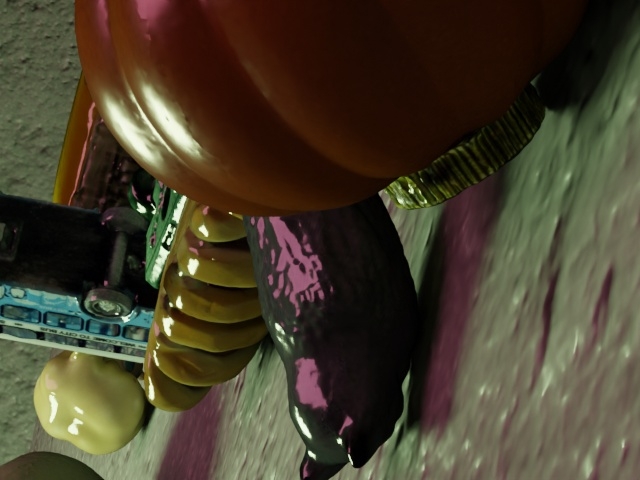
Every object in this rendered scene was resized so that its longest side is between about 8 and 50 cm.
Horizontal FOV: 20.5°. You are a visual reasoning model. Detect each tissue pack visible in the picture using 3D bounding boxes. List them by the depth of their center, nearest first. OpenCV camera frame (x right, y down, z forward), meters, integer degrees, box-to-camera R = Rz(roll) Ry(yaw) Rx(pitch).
[{"bbox_3d":[-0.168,-0.126,1.691,0.192,0.134,0.271,-116,42,-74],"label":"tissue pack"}]

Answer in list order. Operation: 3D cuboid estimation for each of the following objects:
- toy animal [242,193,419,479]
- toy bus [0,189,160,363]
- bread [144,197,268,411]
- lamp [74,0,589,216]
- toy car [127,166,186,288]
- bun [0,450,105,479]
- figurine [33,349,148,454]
[{"bbox_3d":[-0.003,0.002,0.815,0.121,0.117,0.210,134,151,-55],"label":"toy animal"},{"bbox_3d":[-0.259,0.026,1.562,0.131,0.297,0.106,111,168,-59],"label":"toy bus"},{"bbox_3d":[-0.054,0.007,1.135,0.225,0.081,0.134,114,170,-47],"label":"bread"},{"bbox_3d":[0.006,-0.108,0.692,0.223,0.196,0.223,-34,16,11],"label":"lamp"},{"bbox_3d":[-0.083,-0.120,1.375,0.141,0.097,0.320,117,162,-50],"label":"toy car"},{"bbox_3d":[-0.222,0.311,1.388,0.283,0.179,0.283,-63,-6,-13],"label":"bun"},{"bbox_3d":[-0.195,0.113,1.682,0.114,0.108,0.196,-46,13,49],"label":"figurine"}]
